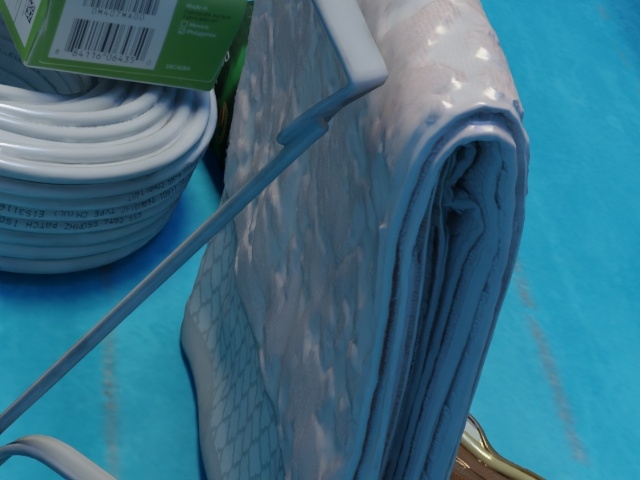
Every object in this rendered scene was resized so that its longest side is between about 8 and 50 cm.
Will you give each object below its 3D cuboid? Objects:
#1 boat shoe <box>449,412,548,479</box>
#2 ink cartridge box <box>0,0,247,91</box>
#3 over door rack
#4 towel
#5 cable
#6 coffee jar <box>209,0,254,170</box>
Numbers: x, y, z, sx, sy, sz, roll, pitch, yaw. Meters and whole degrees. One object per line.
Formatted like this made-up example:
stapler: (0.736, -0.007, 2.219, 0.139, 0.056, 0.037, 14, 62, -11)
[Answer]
boat shoe: (0.076, 0.135, 0.924, 0.060, 0.064, 0.178, -36, 56, -22)
ink cartridge box: (-0.130, -0.168, 1.086, 0.109, 0.062, 0.209, 5, 34, -30)
over door rack: (-0.120, 0.067, 0.633, 0.108, 0.324, 0.239, 47, 35, 16)
towel: (0.000, 0.000, 0.825, 0.053, 0.317, 0.332, 5, 32, -13)
cable: (-0.186, -0.083, 1.065, 0.257, 0.089, 0.257, 22, 30, -5)
coffee jar: (-0.014, -0.054, 1.125, 0.079, 0.096, 0.184, 4, 33, -24)
